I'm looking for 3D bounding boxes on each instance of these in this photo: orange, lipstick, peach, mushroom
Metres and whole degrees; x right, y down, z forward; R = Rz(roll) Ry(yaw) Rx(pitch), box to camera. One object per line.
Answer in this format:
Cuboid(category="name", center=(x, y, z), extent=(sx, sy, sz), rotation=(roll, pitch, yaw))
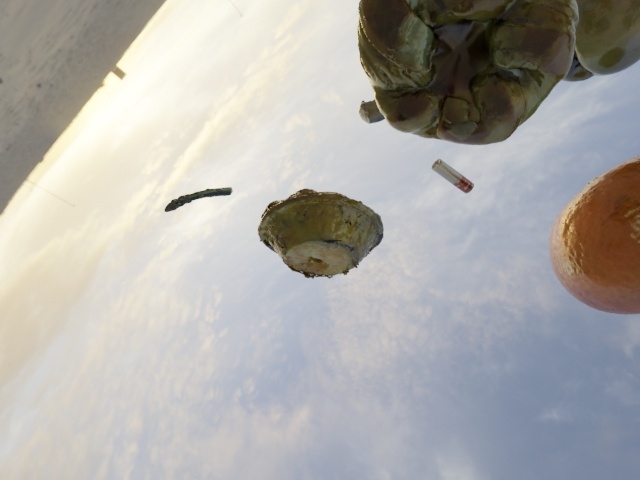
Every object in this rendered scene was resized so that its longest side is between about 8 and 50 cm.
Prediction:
Cuboid(category="orange", center=(0.752, -0.022, 0.953), extent=(0.424, 0.424, 0.326), rotation=(-35, -108, 18))
Cuboid(category="lipstick", center=(0.383, -0.185, 1.183), extent=(0.038, 0.131, 0.038), rotation=(-51, -163, 23))
Cuboid(category="peach", center=(0.691, -0.549, 1.017), extent=(0.292, 0.248, 0.292), rotation=(-161, -90, -79))
Cuboid(category="mushroom", center=(0.238, -0.374, 1.144), extent=(0.096, 0.278, 0.099), rotation=(122, -43, -60))

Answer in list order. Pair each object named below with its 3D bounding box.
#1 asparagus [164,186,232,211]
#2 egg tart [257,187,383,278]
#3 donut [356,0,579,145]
Cuboid(category="asparagus", center=(-0.298, -0.111, 1.035), extent=(0.027, 0.236, 0.034), rotation=(10, -69, 31))
Cuboid(category="egg tart", center=(-0.001, 0.001, 0.679), extent=(0.213, 0.213, 0.090), rotation=(-18, -128, 33))
Cuboid(category="donut", center=(0.238, -0.338, 0.708), extent=(0.361, 0.360, 0.170), rotation=(-23, -161, 30))
